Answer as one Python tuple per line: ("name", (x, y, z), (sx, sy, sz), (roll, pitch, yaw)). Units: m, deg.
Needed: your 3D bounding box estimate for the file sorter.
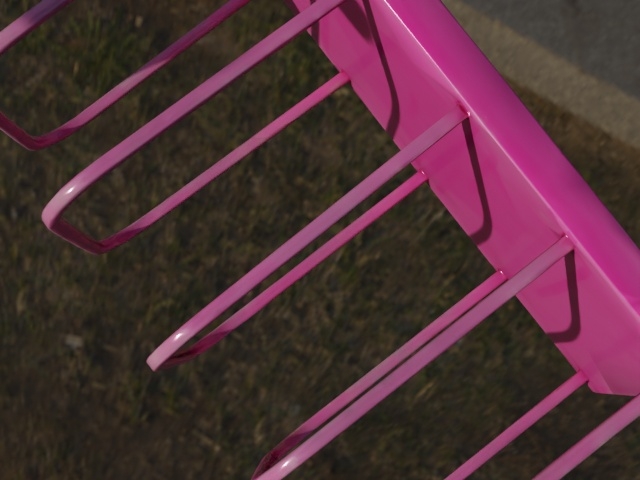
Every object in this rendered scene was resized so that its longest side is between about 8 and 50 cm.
("file sorter", (0.000, 0.000, 0.636), (0.182, 0.202, 0.290), (-38, 86, -3))
